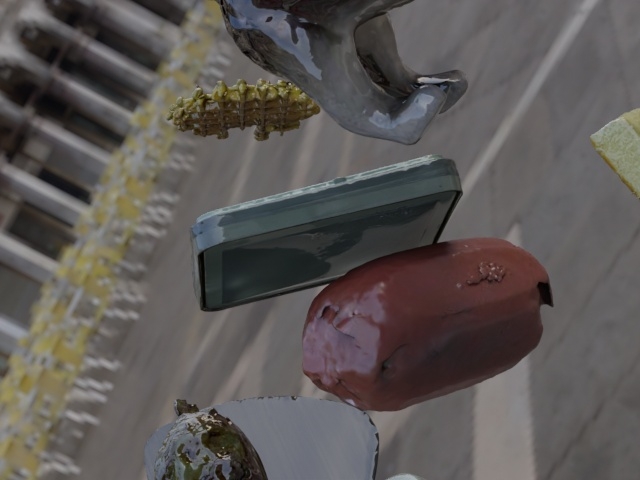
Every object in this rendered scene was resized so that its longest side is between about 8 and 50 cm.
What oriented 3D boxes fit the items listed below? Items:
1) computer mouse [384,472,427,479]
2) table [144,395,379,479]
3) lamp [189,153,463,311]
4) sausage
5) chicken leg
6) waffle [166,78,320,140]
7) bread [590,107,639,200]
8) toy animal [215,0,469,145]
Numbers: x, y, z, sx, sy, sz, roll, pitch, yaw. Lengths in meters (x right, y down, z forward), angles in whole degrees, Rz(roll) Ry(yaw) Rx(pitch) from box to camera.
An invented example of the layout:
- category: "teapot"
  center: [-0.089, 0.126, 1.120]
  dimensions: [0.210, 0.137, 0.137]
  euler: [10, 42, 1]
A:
- category: "computer mouse"
  center: [0.139, 0.353, 2.002]
  dimensions: [0.056, 0.089, 0.181]
  euler: [-46, 13, -12]
- category: "table"
  center: [-0.050, 0.383, 2.075]
  dimensions: [0.249, 0.317, 0.317]
  euler: [84, -155, -58]
- category: "lamp"
  center: [0.000, 0.000, 1.524]
  dimensions: [0.269, 0.266, 0.047]
  euler: [104, 150, -73]
- category: "sausage"
  center: [0.109, 0.081, 1.482]
  dimensions: [0.152, 0.279, 0.152]
  euler: [27, 124, 51]
- category: "chicken leg"
  center: [-0.111, 0.368, 1.681]
  dimensions: [0.211, 0.140, 0.361]
  euler: [-80, -14, -72]
- category: "waffle"
  center: [-0.121, -0.211, 2.395]
  dimensions: [0.228, 0.231, 0.051]
  euler: [-13, 75, 37]
- category: "bread"
  center: [0.427, -0.078, 1.837]
  dimensions: [0.068, 0.188, 0.125]
  euler: [-49, -16, 28]
- category: "toy animal"
  center: [0.029, -0.261, 1.146]
  dimensions: [0.344, 0.302, 0.194]
  euler: [-57, -3, 37]
